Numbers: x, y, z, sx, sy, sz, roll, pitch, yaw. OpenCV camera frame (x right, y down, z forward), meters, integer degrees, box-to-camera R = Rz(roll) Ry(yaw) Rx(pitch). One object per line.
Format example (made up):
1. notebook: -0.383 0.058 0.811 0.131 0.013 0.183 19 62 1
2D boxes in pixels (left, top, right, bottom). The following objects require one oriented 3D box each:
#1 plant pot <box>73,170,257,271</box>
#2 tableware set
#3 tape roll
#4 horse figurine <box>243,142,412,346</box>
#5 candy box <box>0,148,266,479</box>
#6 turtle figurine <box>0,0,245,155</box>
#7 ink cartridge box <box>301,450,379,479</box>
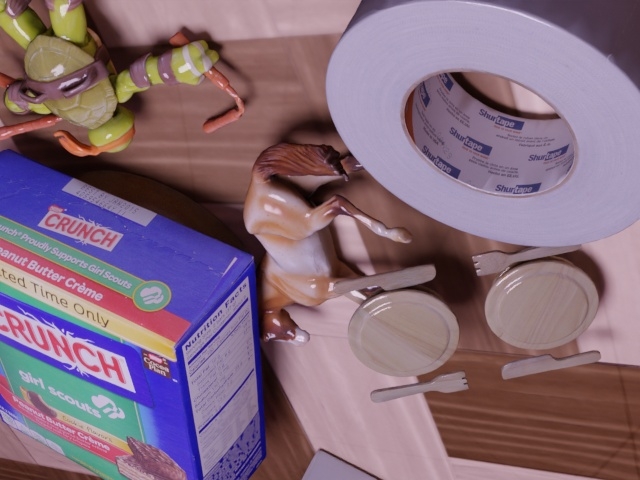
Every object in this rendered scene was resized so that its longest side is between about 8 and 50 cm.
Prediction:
1. plant pot: -0.164 0.033 1.066 0.236 0.032 0.236 18 141 15
2. tableware set: 0.117 0.054 0.860 0.194 0.039 0.128 -12 124 10
3. tape roll: 0.116 -0.091 0.699 0.219 0.072 0.219 19 148 12
4. horse figurine: 0.000 0.000 0.900 0.175 0.066 0.263 9 142 20
5. candy box: -0.194 0.101 1.022 0.268 0.122 0.317 23 141 20
6. turtle figurine: -0.207 -0.142 0.858 0.270 0.087 0.217 -1 132 33
7. ink cartridge box: 0.027 0.352 1.243 0.160 0.092 0.219 26 141 6
